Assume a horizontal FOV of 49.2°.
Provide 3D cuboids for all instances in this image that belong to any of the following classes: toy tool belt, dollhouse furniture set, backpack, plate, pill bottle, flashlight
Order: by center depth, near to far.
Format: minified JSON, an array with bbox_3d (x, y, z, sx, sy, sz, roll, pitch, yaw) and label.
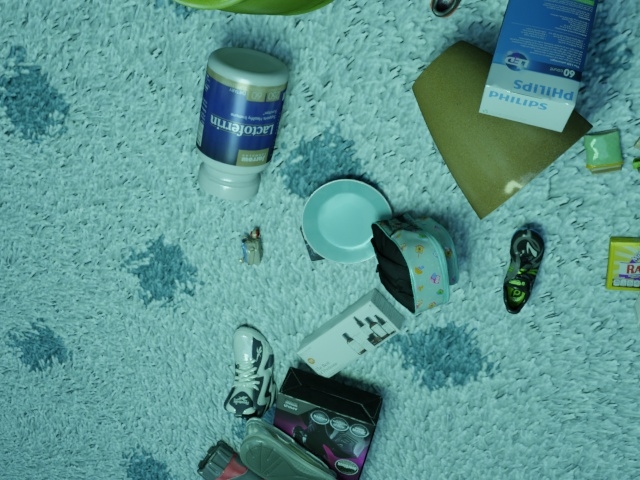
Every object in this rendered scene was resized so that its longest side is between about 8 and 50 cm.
[{"bbox_3d":[0.538,-0.153,1.213,0.151,0.058,0.076,-8,114,21],"label":"dollhouse furniture set"},{"bbox_3d":[-0.157,-0.220,1.341,0.153,0.153,0.265,19,122,7],"label":"pill bottle"},{"bbox_3d":[0.187,0.046,1.351,0.144,0.188,0.166,-12,115,-5],"label":"backpack"},{"bbox_3d":[0.055,-0.040,1.431,0.188,0.024,0.188,2,114,4],"label":"plate"},{"bbox_3d":[-0.157,0.015,1.523,0.051,0.052,0.083,0,116,8],"label":"toy tool belt"},{"bbox_3d":[-0.184,0.663,1.846,0.304,0.103,0.103,44,147,-9],"label":"flashlight"}]

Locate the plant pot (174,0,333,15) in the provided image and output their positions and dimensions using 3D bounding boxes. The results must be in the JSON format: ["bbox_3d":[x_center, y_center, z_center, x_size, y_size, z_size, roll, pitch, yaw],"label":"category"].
[{"bbox_3d":[-0.118,-0.503,1.063,0.366,0.353,0.367,7,118,13],"label":"plant pot"}]

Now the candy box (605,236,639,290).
[{"bbox_3d":[0.646,0.047,1.303,0.205,0.027,0.105,1,114,16],"label":"candy box"}]

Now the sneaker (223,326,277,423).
[{"bbox_3d":[-0.172,0.332,1.635,0.094,0.153,0.235,3,118,14],"label":"sneaker"}]

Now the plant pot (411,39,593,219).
[{"bbox_3d":[0.280,-0.205,1.188,0.254,0.237,0.237,49,121,5],"label":"plant pot"}]

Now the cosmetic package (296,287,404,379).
[{"bbox_3d":[0.063,0.213,1.553,0.099,0.060,0.239,46,120,-8],"label":"cosmetic package"}]

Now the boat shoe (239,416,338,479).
[{"bbox_3d":[-0.052,0.525,1.604,0.320,0.103,0.118,40,110,-18],"label":"boat shoe"}]

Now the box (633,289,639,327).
[{"bbox_3d":[0.737,0.073,1.212,0.321,0.059,0.232,1,139,13],"label":"box"}]

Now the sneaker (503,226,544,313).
[{"bbox_3d":[0.394,0.062,1.359,0.067,0.078,0.188,10,119,12],"label":"sneaker"}]

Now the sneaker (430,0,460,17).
[{"bbox_3d":[0.233,-0.437,1.155,0.061,0.065,0.158,26,122,3],"label":"sneaker"}]

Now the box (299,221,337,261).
[{"bbox_3d":[0.000,0.000,1.485,0.067,0.018,0.083,-9,113,21],"label":"box"}]

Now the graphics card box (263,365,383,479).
[{"bbox_3d":[-0.001,0.480,1.664,0.232,0.094,0.371,18,129,8],"label":"graphics card box"}]

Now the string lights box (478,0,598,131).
[{"bbox_3d":[0.343,-0.309,1.082,0.133,0.260,0.077,16,160,10],"label":"string lights box"}]
